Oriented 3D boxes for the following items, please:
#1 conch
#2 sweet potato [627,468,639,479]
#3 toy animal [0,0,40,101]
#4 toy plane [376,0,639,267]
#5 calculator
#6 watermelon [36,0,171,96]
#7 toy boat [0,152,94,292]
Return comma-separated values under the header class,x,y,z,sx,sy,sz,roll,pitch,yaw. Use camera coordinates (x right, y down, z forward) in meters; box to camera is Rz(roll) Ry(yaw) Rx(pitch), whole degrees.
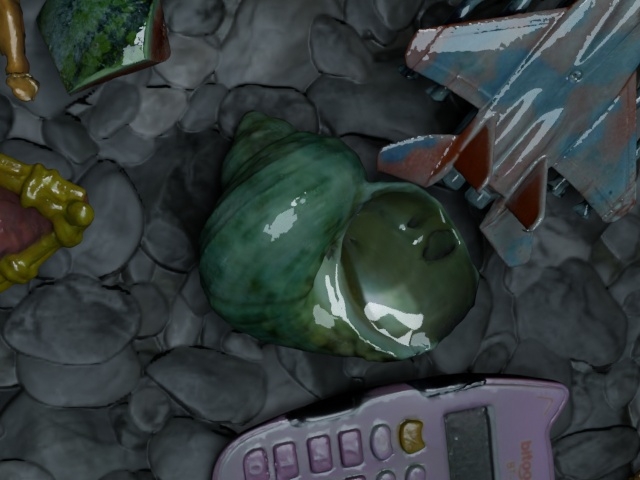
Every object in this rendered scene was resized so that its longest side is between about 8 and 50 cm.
class,x,y,z,sx,sy,sz,roll,pitch,yaw
conch,0.001,0.002,1.114,0.176,0.122,0.188,-30,114,-2
sweet potato,0.321,0.128,1.294,0.050,0.050,0.214,31,97,-23
toy animal,-0.220,-0.180,1.018,0.114,0.116,0.255,8,111,-5
toy plane,0.189,-0.142,1.143,0.223,0.104,0.326,35,91,-24
calculator,0.051,0.200,1.233,0.294,0.043,0.194,-10,109,-11
watermelon,-0.145,-0.141,1.070,0.085,0.072,0.092,-10,69,-3
toy boat,-0.305,0.012,1.034,0.318,0.099,0.141,-18,112,-9
